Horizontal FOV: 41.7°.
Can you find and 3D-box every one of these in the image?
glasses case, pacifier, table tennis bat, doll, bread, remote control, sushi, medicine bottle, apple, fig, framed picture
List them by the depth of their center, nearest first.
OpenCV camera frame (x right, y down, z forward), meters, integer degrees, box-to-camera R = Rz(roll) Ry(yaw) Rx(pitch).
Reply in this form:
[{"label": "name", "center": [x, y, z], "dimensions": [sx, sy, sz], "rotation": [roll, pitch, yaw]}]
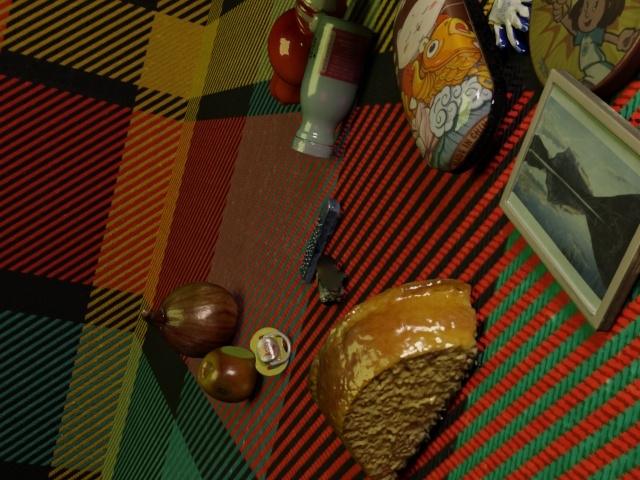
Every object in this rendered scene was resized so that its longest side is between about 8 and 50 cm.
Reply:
[{"label": "framed picture", "center": [0.221, -0.042, 0.718], "dimensions": [0.203, 0.015, 0.150], "rotation": [-112, 32, -54]}, {"label": "table tennis bat", "center": [0.264, -0.275, 0.763], "dimensions": [0.200, 0.038, 0.310], "rotation": [-178, 97, -70]}, {"label": "bread", "center": [0.061, 0.148, 0.907], "dimensions": [0.129, 0.134, 0.260], "rotation": [-109, 36, -54]}, {"label": "glasses case", "center": [0.143, -0.210, 0.979], "dimensions": [0.321, 0.082, 0.122], "rotation": [-96, 25, -43]}, {"label": "sushi", "center": [0.016, 0.063, 1.245], "dimensions": [0.083, 0.044, 0.046], "rotation": [-98, 6, -49]}, {"label": "remote control", "center": [-0.002, 0.000, 1.337], "dimensions": [0.043, 0.027, 0.152], "rotation": [-112, 38, -49]}, {"label": "medicine bottle", "center": [0.014, -0.243, 1.348], "dimensions": [0.090, 0.090, 0.216], "rotation": [-136, 60, -68]}, {"label": "pacifier", "center": [-0.079, 0.188, 1.411], "dimensions": [0.064, 0.068, 0.083], "rotation": [62, -171, -68]}, {"label": "doll", "center": [-0.028, -0.340, 1.474], "dimensions": [0.290, 0.130, 0.161], "rotation": [116, 158, -47]}, {"label": "apple", "center": [-0.168, 0.246, 1.526], "dimensions": [0.114, 0.102, 0.099], "rotation": [-135, 62, -67]}, {"label": "fig", "center": [-0.282, 0.163, 1.744], "dimensions": [0.175, 0.207, 0.175], "rotation": [-178, 90, -68]}]

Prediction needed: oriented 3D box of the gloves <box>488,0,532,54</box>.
[{"label": "gloves", "center": [0.209, -0.234, 0.899], "dimensions": [0.086, 0.026, 0.064], "rotation": [-125, 49, -58]}]
